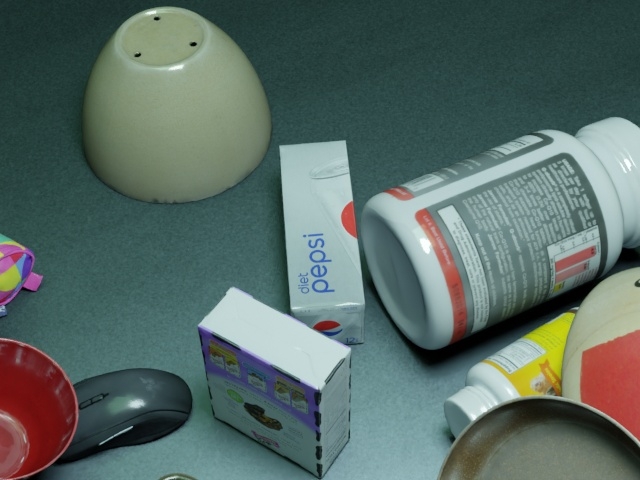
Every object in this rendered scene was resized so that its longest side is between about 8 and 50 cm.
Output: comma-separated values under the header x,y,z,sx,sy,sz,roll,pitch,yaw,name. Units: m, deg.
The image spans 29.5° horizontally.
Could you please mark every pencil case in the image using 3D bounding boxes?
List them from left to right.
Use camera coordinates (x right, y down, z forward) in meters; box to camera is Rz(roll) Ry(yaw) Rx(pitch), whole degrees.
x,y,z,sx,sy,sz,roll,pitch,yaw,name
-0.492,0.006,1.631,0.236,0.104,0.104,29,57,21,pencil case

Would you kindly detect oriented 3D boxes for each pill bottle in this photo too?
x,y,z,sx,sy,sz,roll,pitch,yaw,name
0.252,-0.019,1.552,0.363,0.210,0.210,-22,53,-15,pill bottle
0.257,0.175,1.453,0.215,0.117,0.117,-28,55,-19,pill bottle

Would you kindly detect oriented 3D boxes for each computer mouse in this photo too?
x,y,z,sx,sy,sz,roll,pitch,yaw,name
-0.278,0.239,1.454,0.262,0.060,0.184,-11,50,-7,computer mouse

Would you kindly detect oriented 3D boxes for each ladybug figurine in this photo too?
x,y,z,sx,sy,sz,roll,pitch,yaw,name
0.429,0.223,1.314,0.305,0.162,0.449,-7,69,-24,ladybug figurine

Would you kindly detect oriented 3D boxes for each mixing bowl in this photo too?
x,y,z,sx,sy,sz,roll,pitch,yaw,name
-0.375,0.213,1.383,0.181,0.098,0.181,12,49,-15,mixing bowl

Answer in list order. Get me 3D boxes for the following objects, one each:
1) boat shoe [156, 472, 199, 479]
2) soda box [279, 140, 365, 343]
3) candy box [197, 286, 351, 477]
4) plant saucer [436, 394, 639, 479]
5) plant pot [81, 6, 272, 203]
x,y,z,sx,sy,sz,roll,pitch,yaw,name
-0.216,0.395,1.300,0.111,0.104,0.307,34,57,16,boat shoe
0.000,0.000,1.620,0.098,0.091,0.286,-3,51,-2,soda box
-0.050,0.168,1.416,0.165,0.196,0.070,26,56,21,candy box
0.250,0.316,1.265,0.050,0.310,0.310,4,37,-48,plant saucer
-0.215,-0.222,1.746,0.284,0.191,0.284,-1,50,1,plant pot
